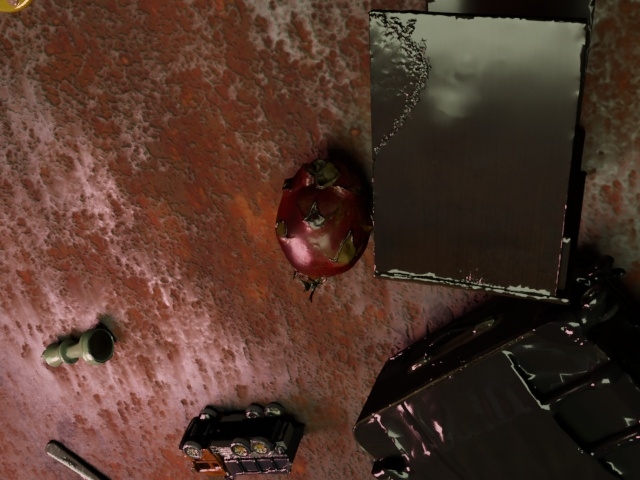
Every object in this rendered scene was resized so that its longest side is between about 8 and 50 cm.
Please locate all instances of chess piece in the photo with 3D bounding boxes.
[{"bbox_3d":[-0.400,0.179,1.470,0.149,0.059,0.059,-14,118,36],"label":"chess piece"}]

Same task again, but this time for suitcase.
[{"bbox_3d":[0.255,0.204,1.140,0.283,0.194,0.434,45,127,-9],"label":"suitcase"}]

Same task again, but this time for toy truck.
[{"bbox_3d":[-0.121,0.321,1.440,0.192,0.083,0.092,-9,125,25],"label":"toy truck"}]

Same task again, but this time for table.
[{"bbox_3d":[0.171,-0.130,0.905,0.196,0.250,0.281,8,125,17],"label":"table"}]

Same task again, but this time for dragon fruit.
[{"bbox_3d":[0.000,0.000,1.161,0.126,0.125,0.246,12,145,-4],"label":"dragon fruit"}]

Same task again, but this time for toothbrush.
[{"bbox_3d":[-0.383,0.463,1.676,0.297,0.030,0.030,38,102,-6],"label":"toothbrush"}]

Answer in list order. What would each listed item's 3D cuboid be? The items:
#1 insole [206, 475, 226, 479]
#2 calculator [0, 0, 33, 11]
[{"bbox_3d":[-0.191,0.384,1.562,0.045,0.002,0.135,-17,116,29],"label":"insole"},{"bbox_3d":[-0.383,-0.379,1.077,0.146,0.032,0.234,25,130,3],"label":"calculator"}]
